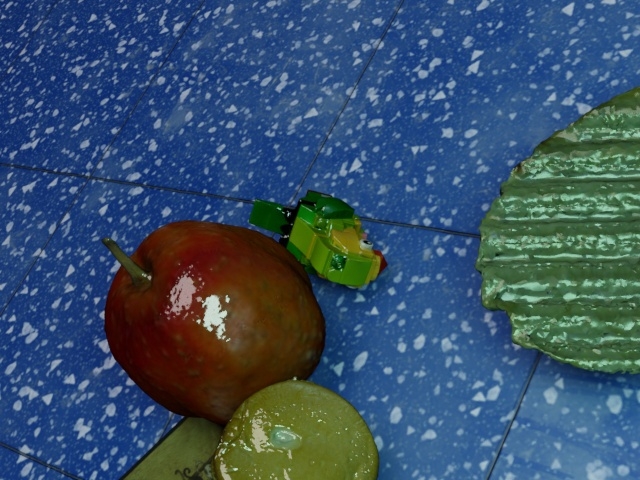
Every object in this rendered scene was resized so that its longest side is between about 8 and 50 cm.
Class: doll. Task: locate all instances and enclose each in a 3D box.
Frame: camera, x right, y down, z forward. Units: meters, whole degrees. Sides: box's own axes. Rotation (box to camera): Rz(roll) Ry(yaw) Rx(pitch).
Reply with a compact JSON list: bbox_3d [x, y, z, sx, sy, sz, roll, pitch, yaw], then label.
[{"bbox_3d":[0.007,0.000,1.452,0.186,0.134,0.106,40,118,40],"label":"doll"}]

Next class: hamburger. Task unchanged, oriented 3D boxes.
[{"bbox_3d":[-0.027,0.272,1.236,0.189,0.122,0.215,20,59,7],"label":"hamburger"}]

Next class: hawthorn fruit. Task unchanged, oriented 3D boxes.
[{"bbox_3d":[-0.159,0.086,1.350,0.287,0.330,0.287,-27,43,28],"label":"hawthorn fruit"}]

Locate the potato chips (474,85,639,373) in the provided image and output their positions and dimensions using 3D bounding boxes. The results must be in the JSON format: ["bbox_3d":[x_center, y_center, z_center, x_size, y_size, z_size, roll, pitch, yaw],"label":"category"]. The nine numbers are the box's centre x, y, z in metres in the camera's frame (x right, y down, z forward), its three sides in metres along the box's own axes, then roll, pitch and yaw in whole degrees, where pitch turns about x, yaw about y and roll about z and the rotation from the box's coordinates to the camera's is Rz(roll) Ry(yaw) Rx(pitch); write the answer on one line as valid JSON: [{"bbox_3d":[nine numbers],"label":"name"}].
[{"bbox_3d":[0.384,-0.022,1.163,0.429,0.070,0.359,-5,64,12],"label":"potato chips"}]

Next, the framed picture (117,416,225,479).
[{"bbox_3d":[-0.168,0.387,1.342,0.255,0.014,0.338,-44,43,-3],"label":"framed picture"}]
